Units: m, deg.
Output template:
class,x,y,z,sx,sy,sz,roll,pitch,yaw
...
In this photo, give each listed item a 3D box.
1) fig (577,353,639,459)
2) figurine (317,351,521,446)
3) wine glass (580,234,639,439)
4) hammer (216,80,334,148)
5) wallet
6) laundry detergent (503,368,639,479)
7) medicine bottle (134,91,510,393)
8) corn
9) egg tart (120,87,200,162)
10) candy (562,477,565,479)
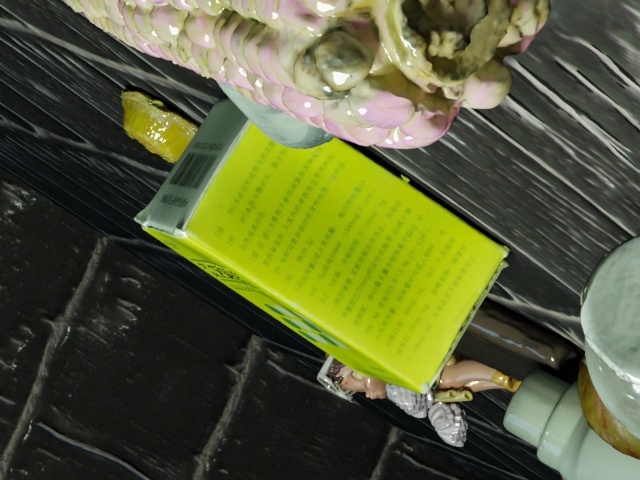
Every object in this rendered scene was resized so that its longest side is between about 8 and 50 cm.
class,x,y,z,sx,sy,sz,roll,pitch,yaw
fig,0.234,0.107,1.291,0.109,0.103,0.154,-8,155,41
figurine,0.111,0.147,1.926,0.240,0.116,0.175,18,168,35
wine glass,0.222,0.071,1.074,0.111,0.111,0.204,28,171,23
hammer,-0.069,-0.132,1.096,0.194,0.069,0.116,32,174,29
wallet,0.113,0.065,1.683,0.309,0.042,0.165,26,169,21
laundry detergent,0.344,0.222,1.491,0.398,0.125,0.264,28,170,20
medicine bottle,0.000,0.000,1.365,0.250,0.141,0.137,33,174,-17
corn,-0.026,-0.121,0.815,0.126,0.127,0.335,36,172,-31
egg tart,-0.152,-0.105,1.634,0.105,0.039,0.105,32,173,4
candy,0.378,0.284,1.852,0.255,0.094,0.255,31,172,5
